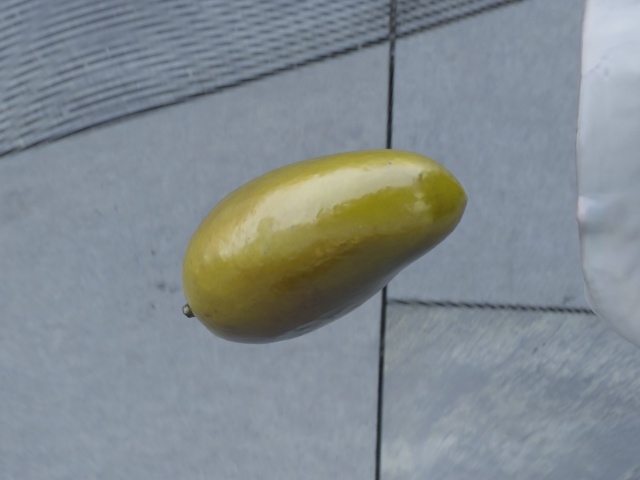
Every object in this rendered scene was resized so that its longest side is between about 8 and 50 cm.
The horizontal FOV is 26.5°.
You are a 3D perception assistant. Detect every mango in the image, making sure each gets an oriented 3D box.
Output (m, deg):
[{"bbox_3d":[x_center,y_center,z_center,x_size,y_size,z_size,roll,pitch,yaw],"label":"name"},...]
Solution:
[{"bbox_3d":[0.000,0.000,0.673,0.161,0.103,0.076,-26,66,36],"label":"mango"}]

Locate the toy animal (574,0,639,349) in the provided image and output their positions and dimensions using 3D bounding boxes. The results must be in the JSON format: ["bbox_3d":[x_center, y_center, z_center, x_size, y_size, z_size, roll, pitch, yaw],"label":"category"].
[{"bbox_3d":[0.247,-0.079,0.579,0.265,0.206,0.272,0,37,20],"label":"toy animal"}]
